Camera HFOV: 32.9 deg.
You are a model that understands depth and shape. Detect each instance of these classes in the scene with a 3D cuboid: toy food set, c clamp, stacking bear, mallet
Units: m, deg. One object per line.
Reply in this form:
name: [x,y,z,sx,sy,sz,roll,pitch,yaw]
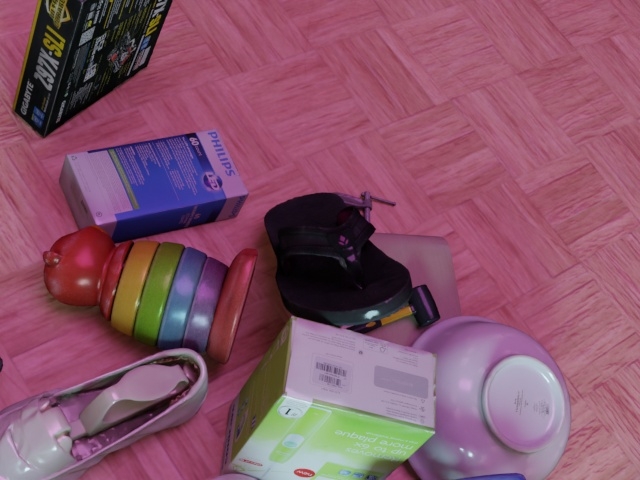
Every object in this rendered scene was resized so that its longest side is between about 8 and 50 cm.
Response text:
toy food set: [0.108,0.125,1.717,0.219,0.092,0.306,3,65,-24]
c clamp: [0.062,-0.026,1.828,0.137,0.022,0.161,18,52,-13]
stacking bear: [-0.251,0.063,1.545,0.288,0.175,0.164,16,77,-2]
mallet: [0.099,0.129,1.637,0.189,0.039,0.062,-26,81,-27]

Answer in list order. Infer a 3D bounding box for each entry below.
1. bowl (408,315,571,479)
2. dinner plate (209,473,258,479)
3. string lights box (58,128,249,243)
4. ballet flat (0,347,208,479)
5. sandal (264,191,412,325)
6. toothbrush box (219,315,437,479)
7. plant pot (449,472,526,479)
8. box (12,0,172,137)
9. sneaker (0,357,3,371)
bowl: [0.267,0.249,1.610,0.297,0.134,0.298,6,74,-23]
dinner plate: [-0.113,0.384,1.449,0.141,0.017,0.141,7,73,-23]
string lights box: [-0.257,-0.084,1.687,0.259,0.077,0.133,-13,65,-31]
ballet flat: [-0.315,0.235,1.410,0.400,0.139,0.139,-23,69,-34]
sandal: [-0.003,0.000,1.540,0.167,0.107,0.446,-19,24,-9]
toothbrush box: [0.005,0.239,1.454,0.206,0.283,0.122,16,54,-14]
plant pot: [0.160,0.459,1.421,0.235,0.212,0.236,-1,59,-25]
box: [-0.335,-0.332,1.663,0.079,0.322,0.257,40,52,4]
sneaker: [-0.553,0.103,1.410,0.299,0.111,0.121,24,47,-11]
